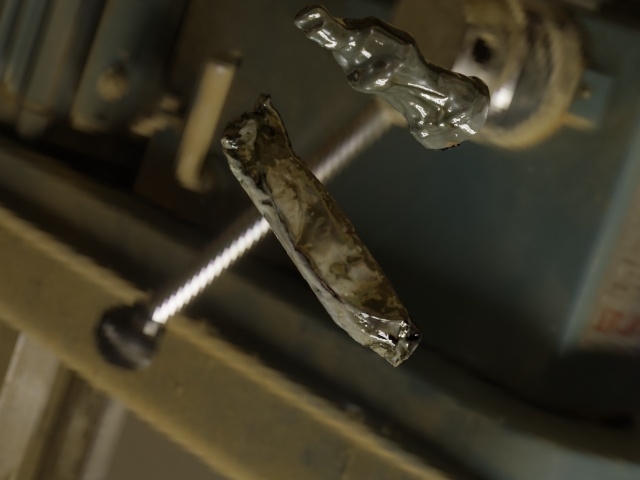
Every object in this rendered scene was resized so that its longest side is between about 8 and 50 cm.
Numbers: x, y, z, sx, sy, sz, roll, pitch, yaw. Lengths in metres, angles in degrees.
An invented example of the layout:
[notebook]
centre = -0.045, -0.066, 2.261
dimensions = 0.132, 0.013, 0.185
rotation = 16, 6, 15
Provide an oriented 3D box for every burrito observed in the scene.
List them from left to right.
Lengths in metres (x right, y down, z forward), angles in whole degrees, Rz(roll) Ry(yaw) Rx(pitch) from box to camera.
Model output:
[burrito]
centre = 0.000, 0.000, 1.249
dimensions = 0.229, 0.058, 0.063
rotation = 58, 177, -8

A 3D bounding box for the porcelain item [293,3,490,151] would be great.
[porcelain item]
centre = 0.064, -0.162, 1.563
dimensions = 0.081, 0.069, 0.216
rotation = -14, 146, 43
